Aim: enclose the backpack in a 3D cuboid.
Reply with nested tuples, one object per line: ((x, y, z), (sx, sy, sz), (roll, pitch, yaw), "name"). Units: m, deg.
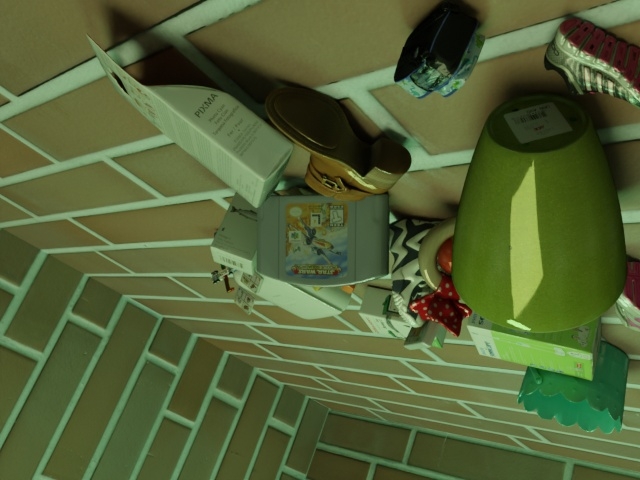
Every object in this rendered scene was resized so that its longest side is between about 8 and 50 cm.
((0.154, -0.240, 0.887), (0.084, 0.105, 0.114), (29, 162, -17), "backpack")

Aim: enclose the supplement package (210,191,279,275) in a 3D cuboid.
((-0.174, -0.027, 1.585), (0.105, 0.179, 0.105), (19, 159, 5), "supplement package")

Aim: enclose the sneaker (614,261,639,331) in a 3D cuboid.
((0.626, 0.127, 1.325), (0.252, 0.102, 0.111), (33, 154, -27), "sneaker")

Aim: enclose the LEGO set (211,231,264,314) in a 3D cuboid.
((-0.228, 0.070, 1.881), (0.060, 0.182, 0.244), (2, -156, -47), "LEGO set")

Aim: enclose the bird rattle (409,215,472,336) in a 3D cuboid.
((0.278, 0.053, 1.342), (0.206, 0.254, 0.143), (58, -171, -15), "bird rattle")

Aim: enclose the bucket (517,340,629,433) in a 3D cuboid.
((0.665, 0.371, 1.760), (0.281, 0.183, 0.281), (19, 158, 8), "bucket")

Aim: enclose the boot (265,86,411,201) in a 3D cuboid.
((0.008, -0.163, 1.234), (0.284, 0.109, 0.220), (19, 164, -15), "boot")

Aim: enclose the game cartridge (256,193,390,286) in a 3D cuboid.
((0.000, 0.000, 1.427), (0.297, 0.198, 0.062), (0, 177, 22), "game cartridge")

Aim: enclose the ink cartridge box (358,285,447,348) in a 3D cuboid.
((0.238, 0.218, 1.908), (0.220, 0.092, 0.160), (9, 155, 27), "ink cartridge box")

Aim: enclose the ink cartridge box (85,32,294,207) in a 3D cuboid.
((-0.233, -0.230, 1.252), (0.385, 0.091, 0.308), (40, 171, -2), "ink cartridge box")

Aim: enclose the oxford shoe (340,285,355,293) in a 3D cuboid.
((0.044, 0.032, 1.608), (0.133, 0.130, 0.363), (25, 159, 6), "oxford shoe")

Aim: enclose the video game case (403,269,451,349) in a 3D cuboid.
((0.258, 0.148, 1.520), (0.026, 0.206, 0.227), (26, 169, 2), "video game case")

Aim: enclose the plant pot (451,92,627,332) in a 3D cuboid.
((0.321, -0.059, 1.003), (0.275, 0.274, 0.293), (10, 140, 27), "plant pot")

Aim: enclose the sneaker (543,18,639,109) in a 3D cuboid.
((0.353, -0.208, 0.840), (0.170, 0.063, 0.075), (29, 157, -6), "sneaker")

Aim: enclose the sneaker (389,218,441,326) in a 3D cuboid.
((0.234, 0.065, 1.422), (0.153, 0.234, 0.094), (-9, 175, 31), "sneaker")

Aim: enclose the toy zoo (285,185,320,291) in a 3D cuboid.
((-0.035, 0.010, 1.603), (0.192, 0.030, 0.293), (55, 161, 13), "toy zoo")

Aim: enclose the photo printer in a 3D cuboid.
((-0.097, 0.122, 1.966), (0.308, 0.107, 0.256), (30, 156, -22), "photo printer")

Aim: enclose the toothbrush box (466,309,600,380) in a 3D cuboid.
((0.519, 0.221, 1.621), (0.283, 0.122, 0.206), (8, 155, 27), "toothbrush box")
